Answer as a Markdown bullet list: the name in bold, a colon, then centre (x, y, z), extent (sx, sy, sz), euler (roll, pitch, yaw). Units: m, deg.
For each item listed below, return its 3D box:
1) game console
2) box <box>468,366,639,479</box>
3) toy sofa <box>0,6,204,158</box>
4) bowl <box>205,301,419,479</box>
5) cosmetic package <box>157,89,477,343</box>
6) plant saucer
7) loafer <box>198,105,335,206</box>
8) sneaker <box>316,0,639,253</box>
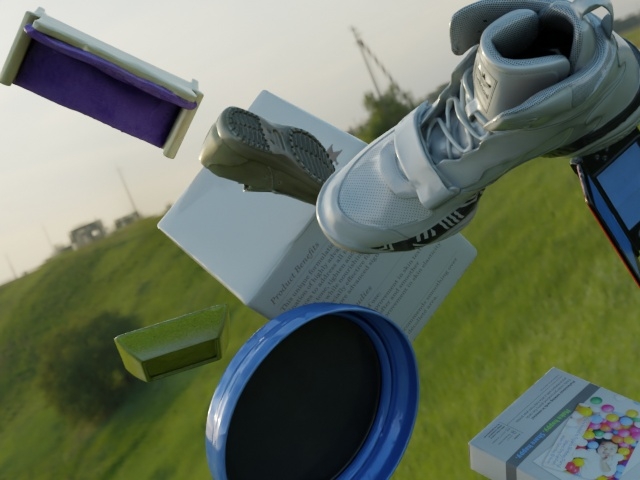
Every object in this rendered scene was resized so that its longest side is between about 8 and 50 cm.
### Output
- **game console**: centre (0.335, -0.039, 1.126), extent (0.124, 0.144, 0.085), euler (-41, 26, -7)
- **box**: centre (0.257, 0.201, 0.999), extent (0.145, 0.038, 0.186), euler (-32, 39, -33)
- **toy sofa**: centre (-0.417, -0.297, 2.030), extent (0.150, 0.363, 0.177), euler (-62, 17, 15)
- **bowl**: centre (-0.010, 0.280, 1.680), extent (0.391, 0.391, 0.077), euler (-25, 30, -30)
- **cosmetic package**: centre (0.000, 0.000, 1.913), extent (0.329, 0.394, 0.327), euler (-52, 43, -2)
- **plant saucer**: centre (-0.233, 0.178, 1.745), extent (0.188, 0.045, 0.188), euler (-17, -20, -10)
- **loafer**: centre (-0.072, -0.113, 1.518), extent (0.092, 0.101, 0.268), euler (-29, -33, 28)
- **sneaker**: centre (0.133, -0.114, 1.014), extent (0.366, 0.137, 0.210), euler (-27, -22, 14)
